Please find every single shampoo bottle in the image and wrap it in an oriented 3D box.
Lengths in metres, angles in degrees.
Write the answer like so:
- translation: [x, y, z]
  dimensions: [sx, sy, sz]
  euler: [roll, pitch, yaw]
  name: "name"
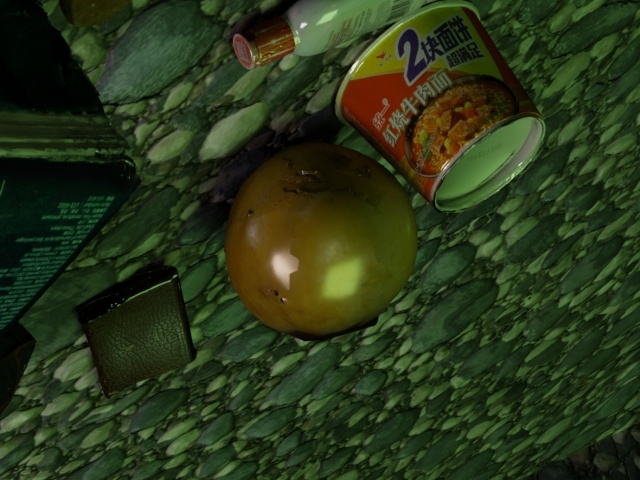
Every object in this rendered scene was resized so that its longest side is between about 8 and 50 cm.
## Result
- translation: [0.012, -0.236, 2.099]
  dimensions: [0.221, 0.051, 0.108]
  euler: [-24, 168, -22]
  name: "shampoo bottle"

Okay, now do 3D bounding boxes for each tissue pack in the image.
- translation: [-0.386, -0.060, 1.622]
  dimensions: [0.264, 0.253, 0.416]
  euler: [-47, 155, 27]
  name: "tissue pack"

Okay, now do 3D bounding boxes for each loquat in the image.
- translation: [0.000, 0.000, 2.317]
  dimensions: [0.235, 0.235, 0.235]
  euler: [-30, 157, -14]
  name: "loquat"

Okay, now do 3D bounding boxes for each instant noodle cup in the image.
- translation: [0.148, -0.145, 2.313]
  dimensions: [0.213, 0.174, 0.213]
  euler: [-30, 156, -15]
  name: "instant noodle cup"

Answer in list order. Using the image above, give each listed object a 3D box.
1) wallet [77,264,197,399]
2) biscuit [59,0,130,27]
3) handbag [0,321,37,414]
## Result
- translation: [-0.225, 0.113, 2.469]
  dimensions: [0.133, 0.039, 0.243]
  euler: [-25, 156, -10]
  name: "wallet"
- translation: [-0.171, -0.308, 1.718]
  dimensions: [0.278, 0.043, 0.301]
  euler: [-42, 157, 14]
  name: "biscuit"
- translation: [-0.418, 0.162, 2.139]
  dimensions: [0.215, 0.155, 0.169]
  euler: [-50, 167, 27]
  name: "handbag"
